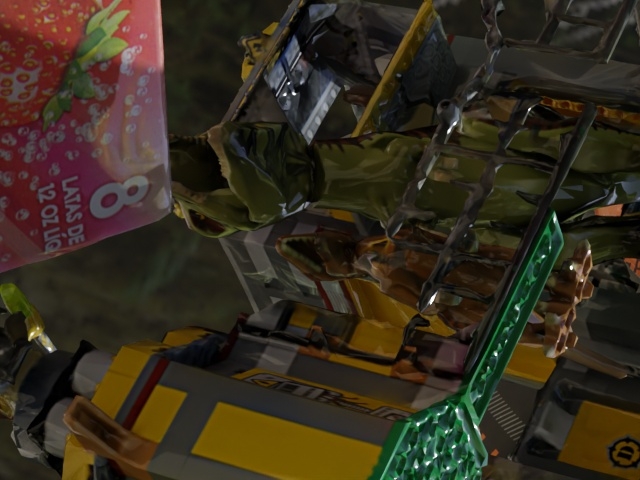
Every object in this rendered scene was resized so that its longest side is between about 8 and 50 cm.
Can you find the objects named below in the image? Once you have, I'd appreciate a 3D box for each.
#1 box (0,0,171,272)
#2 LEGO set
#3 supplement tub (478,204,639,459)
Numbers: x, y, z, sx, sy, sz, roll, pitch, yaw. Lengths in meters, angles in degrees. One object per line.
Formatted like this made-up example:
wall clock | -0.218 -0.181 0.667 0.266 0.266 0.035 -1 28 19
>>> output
box | -0.125 -0.132 0.340 0.154 0.142 0.300 55 -24 39
LEGO set | 0.000 0.000 0.505 0.331 0.192 0.255 -66 151 -21
supplement tub | 0.136 0.124 0.931 0.316 0.193 0.193 -61 -171 23
